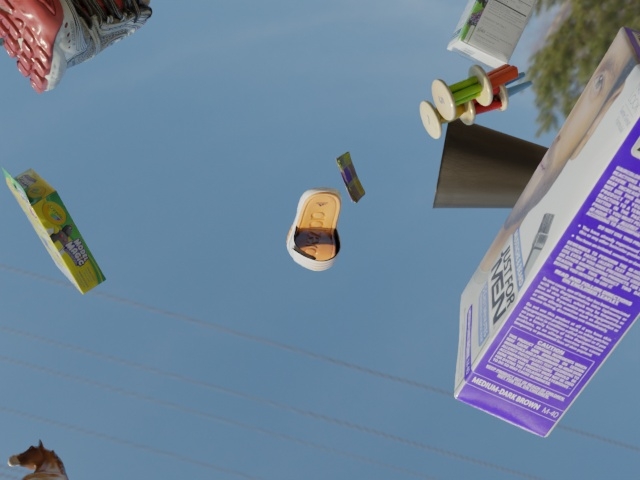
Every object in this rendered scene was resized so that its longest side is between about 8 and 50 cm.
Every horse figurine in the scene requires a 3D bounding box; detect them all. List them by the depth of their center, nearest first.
[{"bbox_3d":[-0.347,0.342,1.050,0.263,0.066,0.174,6,-167,34],"label":"horse figurine"}]

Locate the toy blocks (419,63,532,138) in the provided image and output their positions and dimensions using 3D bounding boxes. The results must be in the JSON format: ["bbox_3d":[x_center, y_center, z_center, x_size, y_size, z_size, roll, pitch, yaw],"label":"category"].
[{"bbox_3d":[0.209,-0.190,1.037,0.148,0.123,0.054,-23,-99,-10],"label":"toy blocks"}]

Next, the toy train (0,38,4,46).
[{"bbox_3d":[-0.412,-0.298,0.884,0.142,0.190,0.334,9,-140,35],"label":"toy train"}]

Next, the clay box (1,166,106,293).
[{"bbox_3d":[-0.448,-0.027,1.377,0.053,0.222,0.127,-34,-141,-21],"label":"clay box"}]

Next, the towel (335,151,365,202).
[{"bbox_3d":[0.053,-0.108,1.404,0.083,0.009,0.060,68,-153,-10],"label":"towel"}]

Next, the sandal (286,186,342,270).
[{"bbox_3d":[-0.011,0.000,1.521,0.102,0.265,0.076,0,-121,-4],"label":"sandal"}]

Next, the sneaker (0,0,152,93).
[{"bbox_3d":[-0.158,-0.157,0.519,0.092,0.088,0.225,-28,-158,0],"label":"sneaker"}]

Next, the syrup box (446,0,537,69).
[{"bbox_3d":[0.313,-0.417,1.385,0.096,0.237,0.093,24,-177,-7],"label":"syrup box"}]

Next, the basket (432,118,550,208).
[{"bbox_3d":[0.365,-0.147,1.738,0.227,0.204,0.154,11,-169,7],"label":"basket"}]

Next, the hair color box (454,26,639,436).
[{"bbox_3d":[0.244,-0.005,0.763,0.110,0.339,0.185,25,-149,-2],"label":"hair color box"}]
